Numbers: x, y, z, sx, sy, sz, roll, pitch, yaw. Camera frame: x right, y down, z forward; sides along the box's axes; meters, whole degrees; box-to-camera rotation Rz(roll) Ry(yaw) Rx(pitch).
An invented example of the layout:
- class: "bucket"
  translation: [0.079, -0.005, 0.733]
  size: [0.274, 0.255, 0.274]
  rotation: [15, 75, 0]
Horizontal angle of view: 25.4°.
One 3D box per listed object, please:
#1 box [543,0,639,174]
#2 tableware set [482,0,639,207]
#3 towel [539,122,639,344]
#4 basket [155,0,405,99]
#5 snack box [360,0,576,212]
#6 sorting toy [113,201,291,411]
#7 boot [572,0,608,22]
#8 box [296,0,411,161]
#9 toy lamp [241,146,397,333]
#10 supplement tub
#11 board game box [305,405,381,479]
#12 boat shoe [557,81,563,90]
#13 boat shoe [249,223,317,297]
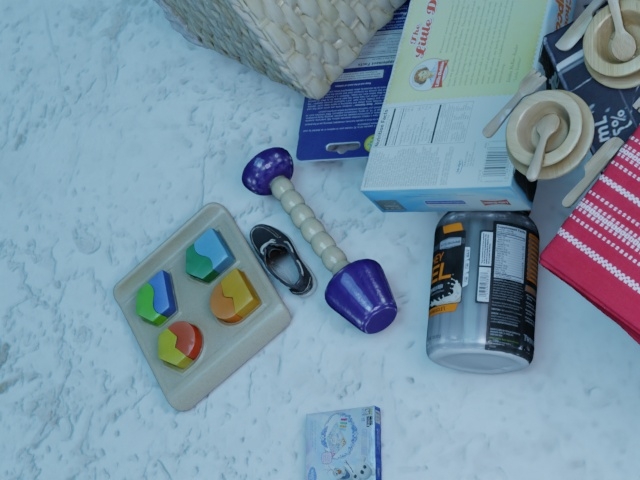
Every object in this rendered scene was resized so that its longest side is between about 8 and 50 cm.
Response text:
- class: "box"
  translation: [0.531, -0.062, 1.282]
  size: [0.472, 0.297, 0.479]
  rotation: [-29, 60, 20]
- class: "tableware set"
  translation: [0.237, -0.142, 1.284]
  size: [0.194, 0.039, 0.128]
  rotation: [-50, 54, 9]
- class: "towel"
  translation: [0.332, -0.034, 1.193]
  size: [0.275, 0.031, 0.199]
  rotation: [-52, 53, 4]
- class: "basket"
  translation: [-0.051, -0.394, 1.690]
  size: [0.266, 0.331, 0.328]
  rotation: [36, 82, 35]
- class: "snack box"
  translation: [0.170, -0.185, 1.562]
  size: [0.187, 0.060, 0.321]
  rotation: [0, 64, 35]
- class: "sorting toy"
  translation: [-0.156, 0.078, 1.770]
  size: [0.193, 0.038, 0.208]
  rotation: [-41, 57, 10]
- class: "boot"
  translation: [0.309, -0.297, 1.639]
  size: [0.190, 0.069, 0.086]
  rotation: [-2, 53, 30]
- class: "box"
  translation: [0.048, -0.198, 1.757]
  size: [0.136, 0.036, 0.225]
  rotation: [-1, 69, 30]
- class: "toy lamp"
  translation: [0.000, 0.000, 1.687]
  size: [0.080, 0.080, 0.274]
  rotation: [-44, 58, 9]
- class: "supplement tub"
  translation: [0.178, 0.042, 1.546]
  size: [0.117, 0.117, 0.190]
  rotation: [-5, 69, 28]
- class: "board game box"
  translation: [0.026, 0.238, 1.617]
  size: [0.090, 0.020, 0.090]
  rotation: [-10, 68, 26]
- class: "boat shoe"
  translation: [0.351, -0.207, 1.546]
  size: [0.305, 0.109, 0.091]
  rotation: [-24, 66, 25]
- class: "boat shoe"
  translation: [-0.052, 0.020, 1.732]
  size: [0.046, 0.038, 0.125]
  rotation: [-43, 57, 9]
